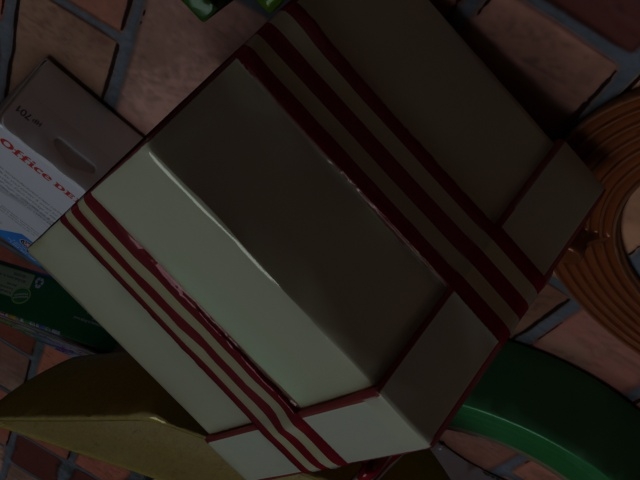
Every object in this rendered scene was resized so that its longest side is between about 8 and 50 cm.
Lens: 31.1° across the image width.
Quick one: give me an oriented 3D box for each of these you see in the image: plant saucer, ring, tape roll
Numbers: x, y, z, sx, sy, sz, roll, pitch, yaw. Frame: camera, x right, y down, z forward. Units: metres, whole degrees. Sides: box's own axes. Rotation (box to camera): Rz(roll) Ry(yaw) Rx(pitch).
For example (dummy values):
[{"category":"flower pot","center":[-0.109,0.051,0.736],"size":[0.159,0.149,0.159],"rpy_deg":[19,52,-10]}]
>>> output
[{"category":"plant saucer","center":[-0.080,0.171,1.011],"size":[0.333,0.081,0.333],"rpy_deg":[28,157,-31]},{"category":"ring","center":[0.297,0.026,0.740],"size":[0.337,0.032,0.336],"rpy_deg":[22,149,14]},{"category":"tape roll","center":[0.168,0.209,1.072],"size":[0.321,0.077,0.321],"rpy_deg":[21,148,14]}]

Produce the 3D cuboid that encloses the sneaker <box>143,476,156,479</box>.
[{"category":"sneaker","center":[-0.146,0.335,1.511],"size":[0.192,0.086,0.064],"rpy_deg":[25,149,8]}]

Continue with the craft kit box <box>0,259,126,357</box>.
[{"category":"craft kit box","center":[-0.213,0.101,1.174],"size":[0.250,0.061,0.247],"rpy_deg":[13,166,35]}]

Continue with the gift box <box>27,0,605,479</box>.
[{"category":"gift box","center":[0.000,0.000,0.756],"size":[0.258,0.255,0.276],"rpy_deg":[47,153,-9]}]

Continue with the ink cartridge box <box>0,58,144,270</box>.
[{"category":"ink cartridge box","center":[-0.243,-0.060,1.022],"size":[0.140,0.082,0.191],"rpy_deg":[41,146,-18]}]

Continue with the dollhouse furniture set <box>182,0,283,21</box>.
[{"category":"dollhouse furniture set","center":[-0.025,-0.195,0.698],"size":[0.076,0.058,0.152],"rpy_deg":[44,128,-9]}]
